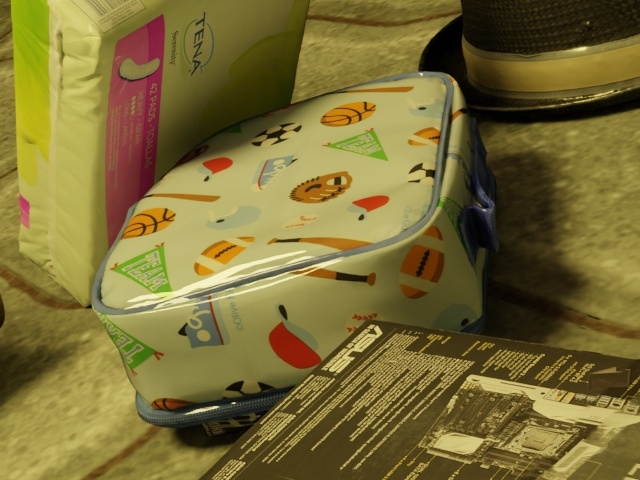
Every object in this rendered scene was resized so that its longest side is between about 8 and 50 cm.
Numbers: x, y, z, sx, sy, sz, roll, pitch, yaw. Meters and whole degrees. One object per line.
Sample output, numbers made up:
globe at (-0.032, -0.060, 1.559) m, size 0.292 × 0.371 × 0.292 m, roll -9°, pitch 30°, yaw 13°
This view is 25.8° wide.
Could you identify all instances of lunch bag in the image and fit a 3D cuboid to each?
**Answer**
lunch bag at (0.000, 0.000, 0.889) m, size 0.243 × 0.115 × 0.303 m, roll -14°, pitch 25°, yaw 14°

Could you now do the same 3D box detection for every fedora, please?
fedora at (0.217, -0.227, 1.118) m, size 0.334 × 0.152 × 0.334 m, roll -19°, pitch 24°, yaw 9°

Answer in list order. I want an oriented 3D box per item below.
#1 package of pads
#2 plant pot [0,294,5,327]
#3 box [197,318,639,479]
package of pads at (-0.112, -0.117, 1.032) m, size 0.101 × 0.296 × 0.229 m, roll 38°, pitch 55°, yaw 18°
plant pot at (-0.388, 0.080, 0.953) m, size 0.237 × 0.237 × 0.254 m, roll 2°, pitch 48°, yaw 44°
box at (0.023, 0.158, 0.580) m, size 0.242 × 0.076 × 0.307 m, roll 5°, pitch 36°, yaw 46°
